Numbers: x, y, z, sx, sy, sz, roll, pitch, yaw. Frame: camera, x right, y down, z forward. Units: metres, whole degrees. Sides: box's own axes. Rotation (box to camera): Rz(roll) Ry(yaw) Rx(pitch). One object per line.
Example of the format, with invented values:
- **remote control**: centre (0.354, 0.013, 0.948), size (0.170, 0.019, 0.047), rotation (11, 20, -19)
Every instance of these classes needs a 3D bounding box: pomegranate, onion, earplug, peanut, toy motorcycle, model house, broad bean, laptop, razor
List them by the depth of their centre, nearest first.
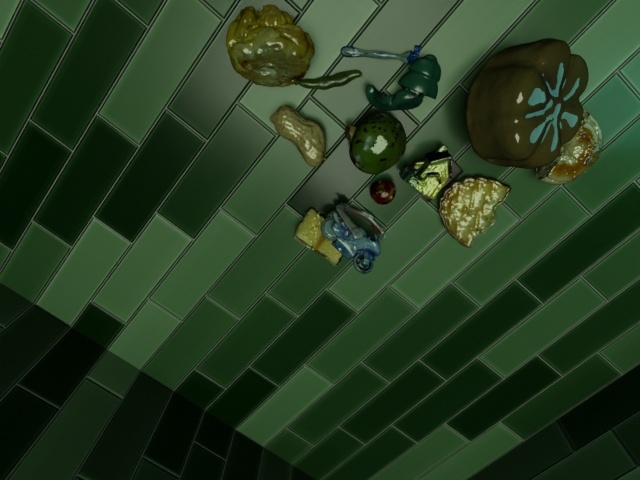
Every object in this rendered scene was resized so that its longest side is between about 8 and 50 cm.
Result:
- **earplug**: centre (0.349, -0.628, 1.754), size (0.257, 0.164, 0.280), rotation (33, 110, 3)
- **razor**: centre (0.241, -0.749, 1.754), size (0.324, 0.056, 0.093), rotation (6, 115, 0)
- **broad bean**: centre (0.030, -0.658, 1.808), size (0.297, 0.043, 0.060), rotation (-7, 103, 7)
- **pomegranate**: centre (0.222, -0.405, 1.813), size (0.270, 0.254, 0.254), rotation (20, 113, 4)
- **model house**: centre (0.463, -0.309, 1.837), size (0.170, 0.194, 0.211), rotation (34, 110, -6)
- **peanut**: centre (-0.074, -0.454, 1.855), size (0.291, 0.143, 0.159), rotation (45, 74, -10)
- **onion**: centre (0.281, -0.215, 1.954), size (0.117, 0.118, 0.119), rotation (-3, 116, 28)
- **laptop**: centre (0.515, -0.291, 1.960), size (0.154, 0.026, 0.207), rotation (43, 108, -13)
- **toy motorcycle**: centre (0.165, -0.027, 1.972), size (0.241, 0.182, 0.319), rotation (-44, 91, -3)

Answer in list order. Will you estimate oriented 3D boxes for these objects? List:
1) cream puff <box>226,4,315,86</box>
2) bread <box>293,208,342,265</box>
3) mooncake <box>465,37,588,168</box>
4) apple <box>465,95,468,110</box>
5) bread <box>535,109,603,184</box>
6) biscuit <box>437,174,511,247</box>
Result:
- **cream puff**: centre (-0.191, -0.763, 1.676), size (0.324, 0.291, 0.257), rotation (-7, 84, 21)
- **bread**: centre (0.000, 0.000, 2.069), size (0.266, 0.178, 0.142), rotation (35, 142, -9)
- **mooncake**: centre (0.787, -0.501, 1.651), size (0.467, 0.262, 0.467), rotation (-10, 110, -29)
- **apple**: centre (0.658, -0.554, 1.782), size (0.126, 0.126, 0.102), rotation (-13, 136, 8)
- **bread**: centre (1.052, -0.379, 1.817), size (0.192, 0.171, 0.314), rotation (14, 115, -7)
- **biscuit**: centre (0.712, -0.147, 1.989), size (0.335, 0.078, 0.329), rotation (-25, 108, 12)
